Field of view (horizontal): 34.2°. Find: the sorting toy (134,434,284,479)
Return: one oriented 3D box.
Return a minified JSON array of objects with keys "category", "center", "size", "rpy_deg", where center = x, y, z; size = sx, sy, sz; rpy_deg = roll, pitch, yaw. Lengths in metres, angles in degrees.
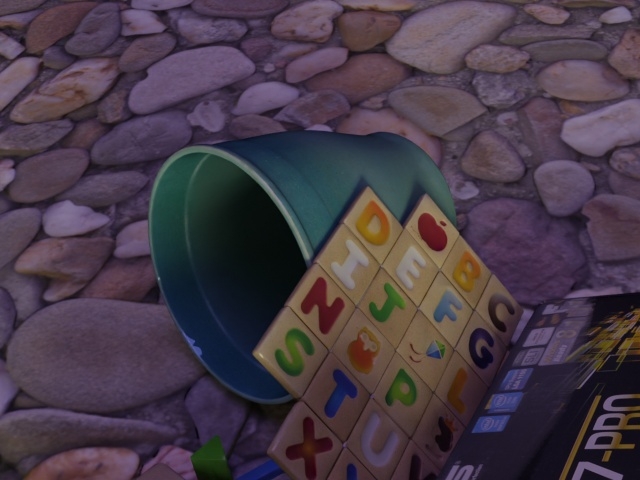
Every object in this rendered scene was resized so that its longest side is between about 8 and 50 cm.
[{"category":"sorting toy","center":[-0.155,0.303,0.925],"size":[0.196,0.047,0.348],"rpy_deg":[22,46,40]}]

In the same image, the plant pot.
[{"category":"plant pot","center":[0.000,0.000,1.107],"size":[0.255,0.271,0.272],"rpy_deg":[-22,41,-38]}]

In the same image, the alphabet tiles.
[{"category":"alphabet tiles","center":[0.085,0.121,0.957],"size":[0.011,0.285,0.342],"rpy_deg":[-25,23,45]}]

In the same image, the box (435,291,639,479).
[{"category":"box","center":[0.279,0.172,0.852],"size":[0.318,0.097,0.395],"rpy_deg":[-10,23,37]}]
